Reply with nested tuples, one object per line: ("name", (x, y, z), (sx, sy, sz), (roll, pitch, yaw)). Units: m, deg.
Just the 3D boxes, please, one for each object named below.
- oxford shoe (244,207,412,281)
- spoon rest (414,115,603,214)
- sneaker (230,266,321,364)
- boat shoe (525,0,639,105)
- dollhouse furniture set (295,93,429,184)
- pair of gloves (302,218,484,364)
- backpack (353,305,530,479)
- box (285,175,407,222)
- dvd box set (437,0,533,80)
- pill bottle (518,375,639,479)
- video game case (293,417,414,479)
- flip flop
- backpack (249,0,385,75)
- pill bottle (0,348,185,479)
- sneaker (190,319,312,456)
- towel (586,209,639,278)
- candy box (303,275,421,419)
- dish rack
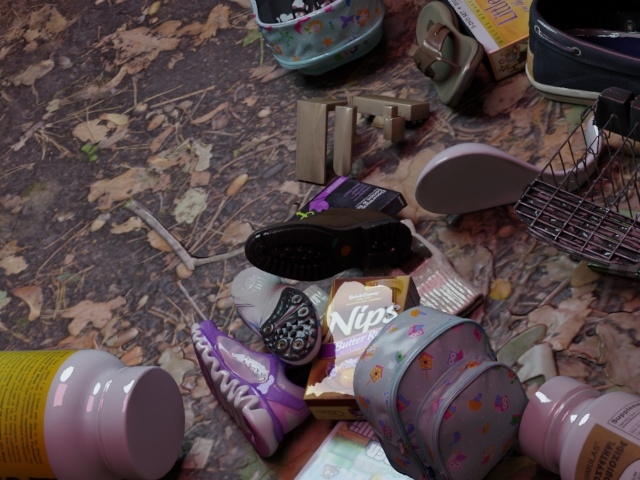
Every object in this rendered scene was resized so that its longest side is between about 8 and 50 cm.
("oxford shoe", (0.000, 0.000, 1.728), (0.227, 0.083, 0.096), (-3, 24, -23))
("spoon rest", (0.262, -0.096, 1.771), (0.276, 0.137, 0.084), (-15, 56, -7))
("sneaker", (-0.047, 0.104, 1.683), (0.085, 0.086, 0.237), (-40, 28, -4))
("boat shoe", (0.510, -0.276, 1.801), (0.500, 0.156, 0.187), (9, 49, 33))
("dollhouse furniture set", (0.065, -0.155, 2.003), (0.144, 0.123, 0.151), (14, 18, 38))
("pair of gloves", (0.071, 0.082, 1.728), (0.240, 0.042, 0.204), (-32, 40, -6))
("backpack", (0.133, 0.171, 1.422), (0.166, 0.188, 0.144), (-41, 26, -18))
("box", (0.036, -0.039, 1.866), (0.116, 0.029, 0.162), (-42, 31, -19))
("dvd box set", (0.414, -0.439, 2.102), (0.420, 0.062, 0.308), (-24, 39, 2))
("pill bottle", (0.326, 0.232, 1.356), (0.131, 0.131, 0.229), (-43, 42, -20))
("video game case", (0.070, 0.287, 1.516), (0.204, 0.025, 0.285), (17, 56, 39))
("flip flop", (0.183, -0.300, 2.022), (0.112, 0.080, 0.277), (-61, 25, 28))
("backpack", (-0.001, -0.393, 2.171), (0.225, 0.191, 0.253), (-23, 32, 8))
("pill bottle", (-0.353, 0.235, 1.671), (0.333, 0.188, 0.188), (-3, 44, 26))
("sneaker", (-0.086, 0.176, 1.678), (0.104, 0.095, 0.236), (-30, 44, -15))
("towel", (0.428, 0.011, 1.637), (0.152, 0.023, 0.113), (10, 49, 39))
("candy box", (0.054, 0.132, 1.620), (0.109, 0.053, 0.187), (-4, 49, 23))
("dish rack", (0.388, -0.074, 1.657), (0.208, 0.074, 0.271), (25, 63, 33))
